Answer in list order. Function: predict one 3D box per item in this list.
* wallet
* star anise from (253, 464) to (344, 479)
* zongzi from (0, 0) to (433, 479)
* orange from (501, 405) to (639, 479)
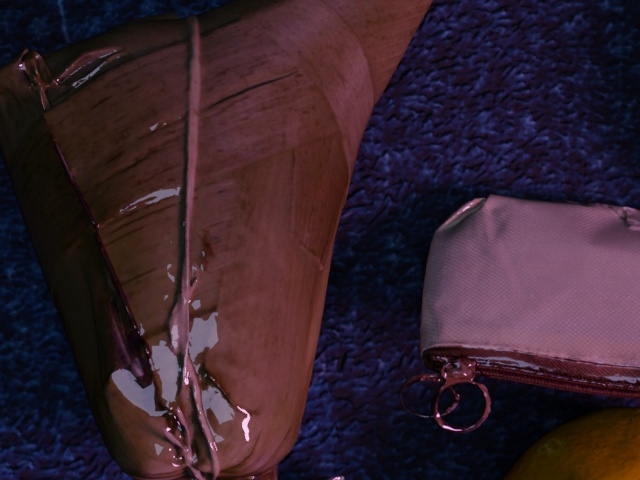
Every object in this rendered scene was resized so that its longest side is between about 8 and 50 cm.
[{"bbox_3d":[0.237,0.055,1.263,0.335,0.068,0.275,3,41,0],"label":"wallet"},{"bbox_3d":[-0.068,0.286,1.279,0.231,0.089,0.209,-22,73,-9],"label":"star anise"},{"bbox_3d":[-0.001,-0.009,1.218,0.466,0.218,0.500,-22,67,-2],"label":"zongzi"},{"bbox_3d":[0.268,0.277,1.211,0.279,0.235,0.279,1,83,-6],"label":"orange"}]
